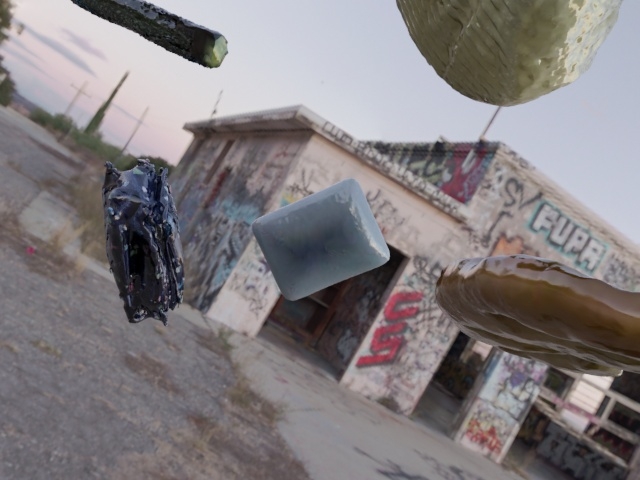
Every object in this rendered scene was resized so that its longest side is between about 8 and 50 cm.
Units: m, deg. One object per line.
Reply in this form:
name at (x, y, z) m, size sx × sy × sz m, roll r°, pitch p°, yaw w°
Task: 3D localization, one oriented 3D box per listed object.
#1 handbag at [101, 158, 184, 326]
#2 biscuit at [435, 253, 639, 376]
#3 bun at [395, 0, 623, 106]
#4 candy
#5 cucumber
handbag at (-0.263, 0.008, 1.024) m, size 0.113 × 0.162 × 0.260 m, roll -4°, pitch -44°, yaw -11°
biscuit at (0.150, 0.053, 0.449) m, size 0.154 × 0.045 × 0.299 m, roll 18°, pitch -7°, yaw 13°
bun at (0.134, -0.212, 0.474) m, size 0.220 × 0.134 × 0.220 m, roll 159°, pitch -90°, yaw -79°
candy at (0.000, 0.000, 1.012) m, size 0.071 × 0.174 × 0.138 m, roll -69°, pitch 135°, yaw -77°
cucumber at (-0.208, -0.258, 0.801) m, size 0.257 × 0.043 × 0.044 m, roll 29°, pitch 9°, yaw 26°
